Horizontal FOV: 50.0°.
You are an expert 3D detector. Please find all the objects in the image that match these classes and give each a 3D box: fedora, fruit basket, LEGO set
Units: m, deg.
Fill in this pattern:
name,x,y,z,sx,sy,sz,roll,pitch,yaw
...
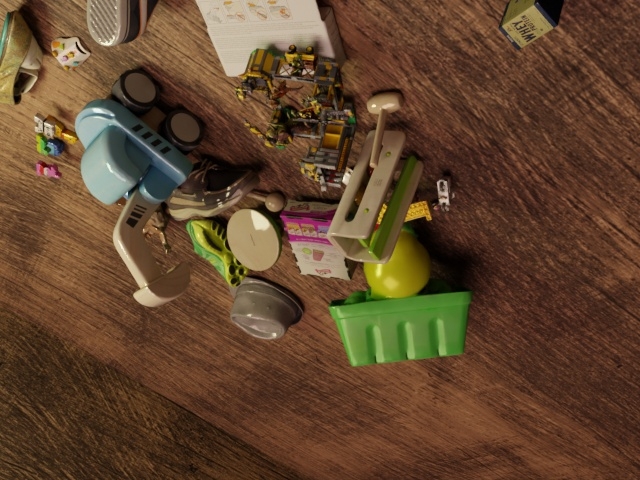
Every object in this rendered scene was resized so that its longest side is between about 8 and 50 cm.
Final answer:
name,x,y,z,sx,sy,sz,roll,pitch,yaw
fedora,-0.201,0.239,2.274,0.275,0.124,0.244,19,144,5
fruit basket,0.200,0.126,1.790,0.392,0.392,0.283,21,180,3
LEGO set,0.187,-0.106,1.670,0.287,0.107,0.132,9,108,26
LEGO set,-0.746,-0.275,1.955,0.093,0.087,0.227,21,138,-2
LEGO set,-0.051,-0.237,1.461,0.255,0.192,0.331,12,160,6

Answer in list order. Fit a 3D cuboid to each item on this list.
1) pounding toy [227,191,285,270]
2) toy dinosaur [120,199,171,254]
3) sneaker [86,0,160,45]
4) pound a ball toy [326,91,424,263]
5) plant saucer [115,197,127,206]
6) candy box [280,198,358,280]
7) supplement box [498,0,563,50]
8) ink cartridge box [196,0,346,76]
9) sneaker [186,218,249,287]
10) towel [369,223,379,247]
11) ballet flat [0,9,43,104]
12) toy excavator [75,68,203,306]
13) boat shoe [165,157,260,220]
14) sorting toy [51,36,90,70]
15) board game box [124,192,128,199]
name,x,y,z,sx,sy,sz,roll,pitch,yaw
pounding toy,-0.160,-0.041,1.936,0.183,0.110,0.237,16,116,28
toy dinosaur,-0.523,-0.085,2.046,0.200,0.127,0.296,16,139,22
sneaker,-0.389,-0.557,1.373,0.126,0.127,0.321,27,121,17
pound a ball toy,0.104,-0.139,1.498,0.135,0.319,0.208,7,155,34
plant saucer,-0.616,-0.158,2.078,0.168,0.029,0.168,15,143,11
candy box,0.000,0.000,1.856,0.159,0.071,0.233,7,138,22
supplement box,0.364,-0.391,1.186,0.056,0.083,0.083,40,142,-20
ink cartridge box,-0.107,-0.448,1.396,0.275,0.060,0.239,5,140,24
sneaker,-0.309,0.029,2.105,0.123,0.109,0.295,25,154,40
towel,0.104,-0.002,1.877,0.274,0.031,0.199,15,143,11
ballet flat,-0.764,-0.449,1.730,0.123,0.123,0.348,36,142,-17
toy excavator,-0.450,-0.117,1.679,0.433,0.445,0.222,40,142,-22
boat shoe,-0.312,-0.143,1.830,0.355,0.132,0.130,-11,119,41
sorting toy,-0.606,-0.461,1.681,0.075,0.045,0.083,-21,128,21
board game box,-0.497,-0.185,1.928,0.133,0.033,0.169,8,103,16
